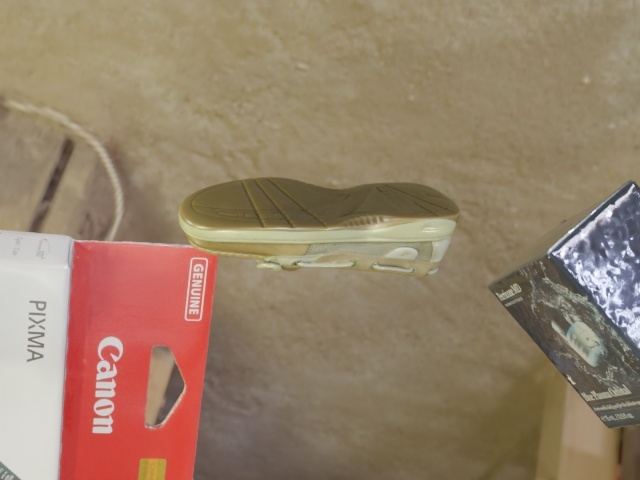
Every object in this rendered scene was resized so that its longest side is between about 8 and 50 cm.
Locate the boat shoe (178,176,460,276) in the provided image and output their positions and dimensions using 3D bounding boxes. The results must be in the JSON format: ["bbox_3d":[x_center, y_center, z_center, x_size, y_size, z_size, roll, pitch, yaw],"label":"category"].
[{"bbox_3d":[0.000,-0.001,0.641,0.153,0.056,0.048,-4,122,-29],"label":"boat shoe"}]

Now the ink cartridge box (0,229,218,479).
[{"bbox_3d":[-0.230,0.137,1.078,0.261,0.066,0.296,4,116,-10],"label":"ink cartridge box"}]

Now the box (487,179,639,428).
[{"bbox_3d":[0.230,0.055,0.956,0.158,0.093,0.156,50,166,4],"label":"box"}]

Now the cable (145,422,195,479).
[{"bbox_3d":[-0.109,0.305,1.235,0.140,0.287,0.072,-22,178,-5],"label":"cable"}]
